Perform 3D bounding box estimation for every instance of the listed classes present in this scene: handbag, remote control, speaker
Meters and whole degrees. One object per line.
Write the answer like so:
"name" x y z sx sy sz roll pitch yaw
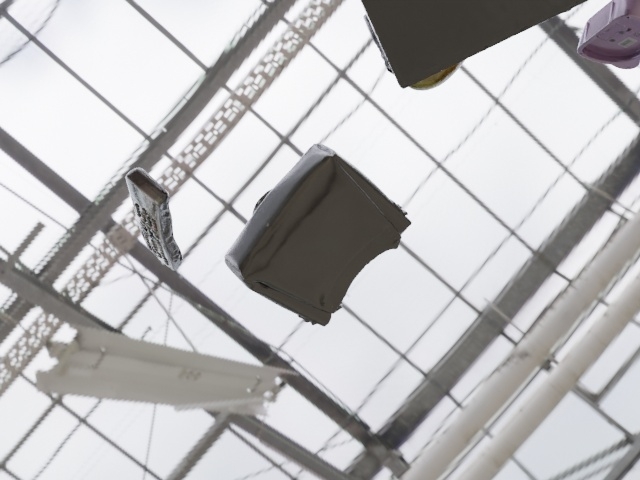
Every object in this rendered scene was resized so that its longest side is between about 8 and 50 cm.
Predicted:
"handbag" 0.000 0.000 1.562 0.257 0.113 0.285 37 -87 -29
"remote control" -0.193 -0.020 1.020 0.028 0.059 0.212 -48 -11 -19
"speaker" 0.139 -0.327 0.957 0.232 0.184 0.254 -24 -82 11

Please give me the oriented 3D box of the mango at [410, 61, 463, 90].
"mango" 0.192 -0.337 1.429 0.136 0.099 0.227 44 -120 -34

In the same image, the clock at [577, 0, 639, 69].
"clock" 0.499 -0.340 1.410 0.110 0.152 0.050 19 -106 -11
